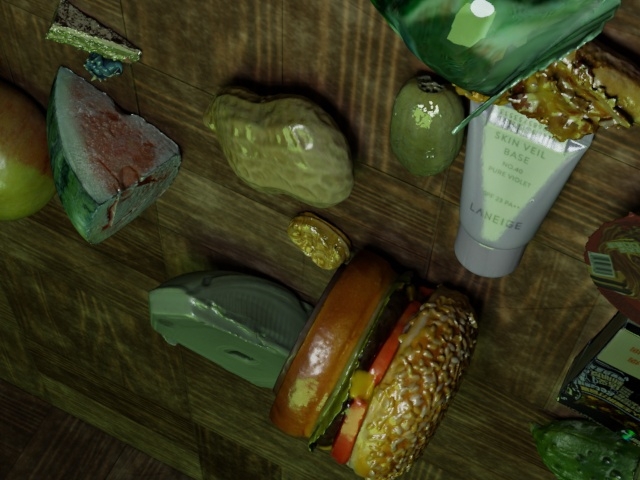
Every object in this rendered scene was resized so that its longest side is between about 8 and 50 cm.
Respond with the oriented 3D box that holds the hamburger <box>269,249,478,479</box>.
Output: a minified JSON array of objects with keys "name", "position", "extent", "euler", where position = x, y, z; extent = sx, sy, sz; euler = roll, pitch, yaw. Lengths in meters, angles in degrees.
[{"name":"hamburger","position":[0.086,0.193,1.950],"extent":[0.250,0.330,0.330],"euler":[28,154,3]}]

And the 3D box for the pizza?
[{"name":"pizza","position":[0.223,-0.179,1.403],"extent":[0.306,0.085,0.161],"euler":[21,154,23]}]

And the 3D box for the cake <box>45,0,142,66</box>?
[{"name":"cake","position":[-0.324,-0.283,1.839],"extent":[0.140,0.055,0.051],"euler":[31,148,-5]}]

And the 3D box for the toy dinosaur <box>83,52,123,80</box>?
[{"name":"toy dinosaur","position":[-0.317,-0.256,1.900],"extent":[0.047,0.030,0.083],"euler":[43,153,-26]}]

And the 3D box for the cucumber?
[{"name":"cucumber","position":[0.437,0.346,2.092],"extent":[0.244,0.134,0.134],"euler":[20,154,42]}]

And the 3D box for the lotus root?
[{"name":"lotus root","position":[0.130,-0.131,1.595],"extent":[0.090,0.077,0.183],"euler":[25,152,12]}]

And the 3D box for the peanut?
[{"name":"peanut","position":[-0.059,-0.133,1.759],"extent":[0.233,0.110,0.196],"euler":[13,149,29]}]

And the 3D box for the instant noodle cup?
[{"name":"instant noodle cup","position":[0.452,0.027,1.521],"extent":[0.274,0.090,0.274],"euler":[24,153,13]}]

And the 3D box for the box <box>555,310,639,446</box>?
[{"name":"box","position":[0.471,0.190,1.802],"extent":[0.198,0.084,0.310],"euler":[28,154,5]}]

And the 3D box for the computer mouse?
[{"name":"computer mouse","position":[-0.111,0.152,2.297],"extent":[0.429,0.145,0.228],"euler":[30,150,-27]}]

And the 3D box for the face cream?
[{"name":"face cream","position":[0.235,-0.071,1.600],"extent":[0.154,0.096,0.273],"euler":[27,141,15]}]

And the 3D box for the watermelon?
[{"name":"watermelon","position":[-0.327,-0.138,2.036],"extent":[0.213,0.201,0.261],"euler":[115,138,-65]}]

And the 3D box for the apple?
[{"name":"apple","position":[-0.552,-0.153,2.150],"extent":[0.261,0.194,0.261],"euler":[22,153,12]}]

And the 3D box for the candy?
[{"name":"candy","position":[0.089,-0.308,1.236],"extent":[0.398,0.172,0.263],"euler":[45,150,0]}]

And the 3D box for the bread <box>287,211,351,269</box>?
[{"name":"bread","position":[0.000,0.000,2.009],"extent":[0.111,0.044,0.083],"euler":[43,151,-18]}]
